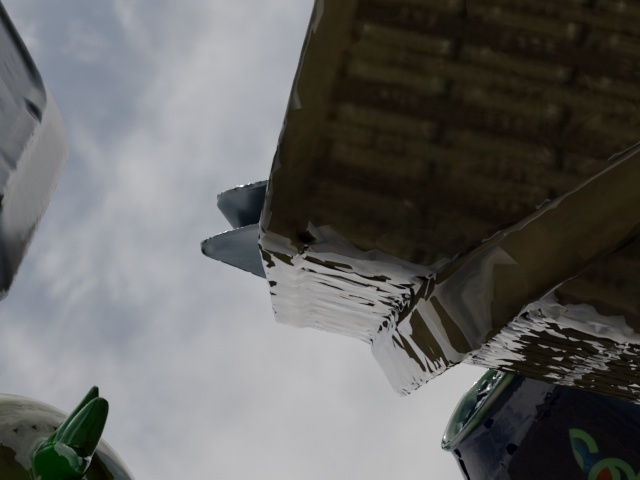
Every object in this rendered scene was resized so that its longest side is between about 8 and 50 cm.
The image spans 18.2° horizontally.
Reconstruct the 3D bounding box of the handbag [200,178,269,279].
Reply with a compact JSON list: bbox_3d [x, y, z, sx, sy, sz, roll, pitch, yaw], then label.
[{"bbox_3d":[0.000,0.000,1.761,0.144,0.221,0.057,31,-113,-24],"label":"handbag"}]

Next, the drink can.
[{"bbox_3d":[0.174,0.136,1.108,0.118,0.205,0.118,-54,1,1],"label":"drink can"}]

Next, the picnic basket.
[{"bbox_3d":[0.104,-0.101,0.543,0.228,0.175,0.313,92,-168,-83],"label":"picnic basket"}]

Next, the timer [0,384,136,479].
[{"bbox_3d":[-0.249,0.228,1.665,0.285,0.285,0.285,-23,-57,-42],"label":"timer"}]

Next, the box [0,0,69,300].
[{"bbox_3d":[-0.301,-0.159,1.389,0.373,0.090,0.367,-86,-29,-68],"label":"box"}]
